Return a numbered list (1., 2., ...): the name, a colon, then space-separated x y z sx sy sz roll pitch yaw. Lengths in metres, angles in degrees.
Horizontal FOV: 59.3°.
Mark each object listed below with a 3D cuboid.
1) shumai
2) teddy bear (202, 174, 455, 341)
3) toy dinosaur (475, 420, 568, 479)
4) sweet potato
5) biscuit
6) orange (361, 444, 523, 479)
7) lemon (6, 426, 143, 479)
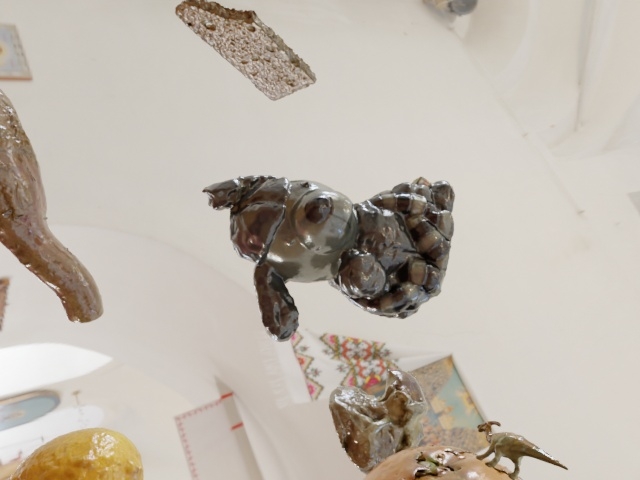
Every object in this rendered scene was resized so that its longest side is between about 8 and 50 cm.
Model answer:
1. shumai: 0.124 0.324 1.007 0.153 0.161 0.209 -40 -89 14
2. teddy bear: 0.012 0.014 0.556 0.144 0.251 0.171 152 -61 -67
3. toy dinosaur: 0.169 0.191 0.500 0.026 0.041 0.113 40 -9 -14
4. sweet potato: -0.406 -0.053 0.747 0.109 0.109 0.385 -8 -73 54
5. biscuit: -0.123 -0.332 0.948 0.131 0.237 0.026 -9 -129 49
6. orange: 0.126 0.338 0.565 0.246 0.246 0.245 17 -68 50
7. lemon: -0.317 0.318 0.725 0.142 0.187 0.142 -13 90 -90
